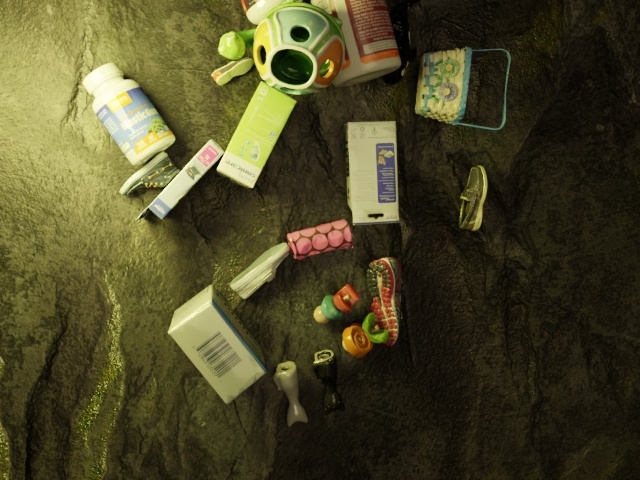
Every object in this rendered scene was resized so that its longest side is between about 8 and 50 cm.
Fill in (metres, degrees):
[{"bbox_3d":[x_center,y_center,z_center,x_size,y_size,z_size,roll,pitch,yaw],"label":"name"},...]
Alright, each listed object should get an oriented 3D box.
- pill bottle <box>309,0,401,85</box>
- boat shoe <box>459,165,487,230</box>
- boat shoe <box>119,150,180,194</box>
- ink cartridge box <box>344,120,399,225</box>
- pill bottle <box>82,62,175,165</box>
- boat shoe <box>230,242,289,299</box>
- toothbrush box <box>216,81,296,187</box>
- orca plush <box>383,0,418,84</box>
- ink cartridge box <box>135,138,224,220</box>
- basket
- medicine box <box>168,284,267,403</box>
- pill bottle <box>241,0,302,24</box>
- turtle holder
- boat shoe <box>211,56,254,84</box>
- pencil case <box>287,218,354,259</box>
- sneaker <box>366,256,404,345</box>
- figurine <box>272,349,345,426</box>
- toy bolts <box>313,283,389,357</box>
[{"bbox_3d":[0.092,-0.689,1.710,0.223,0.224,0.393,-17,98,-10],"label":"pill bottle"},{"bbox_3d":[0.512,-0.143,1.911,0.073,0.080,0.224,1,98,-17],"label":"boat shoe"},{"bbox_3d":[-0.513,-0.181,1.701,0.183,0.065,0.083,-43,100,-7],"label":"boat shoe"},{"bbox_3d":[0.168,-0.219,1.842,0.165,0.065,0.333,-3,93,-12],"label":"ink cartridge box"},{"bbox_3d":[-0.559,-0.367,1.634,0.152,0.152,0.272,-35,101,-7],"label":"pill bottle"},{"bbox_3d":[-0.180,0.098,1.793,0.226,0.083,0.076,-36,111,5],"label":"boat shoe"},{"bbox_3d":[-0.198,-0.306,1.686,0.122,0.206,0.284,28,87,-12],"label":"toothbrush box"},{"bbox_3d":[0.265,-0.655,1.810,0.151,0.102,0.288,23,89,-12],"label":"orca plush"},{"bbox_3d":[-0.411,-0.162,1.662,0.311,0.186,0.065,-46,103,-5],"label":"ink cartridge box"},{"bbox_3d":[0.457,-0.487,1.811,0.288,0.201,0.255,2,93,-2],"label":"basket"},{"bbox_3d":[-0.302,0.294,1.665,0.149,0.289,0.264,-37,100,-5],"label":"medicine box"},{"bbox_3d":[-0.166,-0.775,1.671,0.181,0.181,0.323,-23,98,-9],"label":"pill bottle"},{"bbox_3d":[-0.090,-0.534,1.548,0.320,0.228,0.243,33,125,-16],"label":"turtle holder"},{"bbox_3d":[-0.270,-0.530,1.738,0.137,0.049,0.043,-34,61,-8],"label":"boat shoe"},{"bbox_3d":[0.000,0.000,1.810,0.209,0.095,0.098,-14,97,-8],"label":"pencil case"},{"bbox_3d":[0.231,0.204,1.865,0.112,0.120,0.300,-15,109,-46],"label":"sneaker"},{"bbox_3d":[-0.034,0.492,1.844,0.214,0.092,0.210,-15,101,-9],"label":"figurine"},{"bbox_3d":[0.070,0.282,1.796,0.158,0.218,0.229,-37,87,34],"label":"toy bolts"}]
